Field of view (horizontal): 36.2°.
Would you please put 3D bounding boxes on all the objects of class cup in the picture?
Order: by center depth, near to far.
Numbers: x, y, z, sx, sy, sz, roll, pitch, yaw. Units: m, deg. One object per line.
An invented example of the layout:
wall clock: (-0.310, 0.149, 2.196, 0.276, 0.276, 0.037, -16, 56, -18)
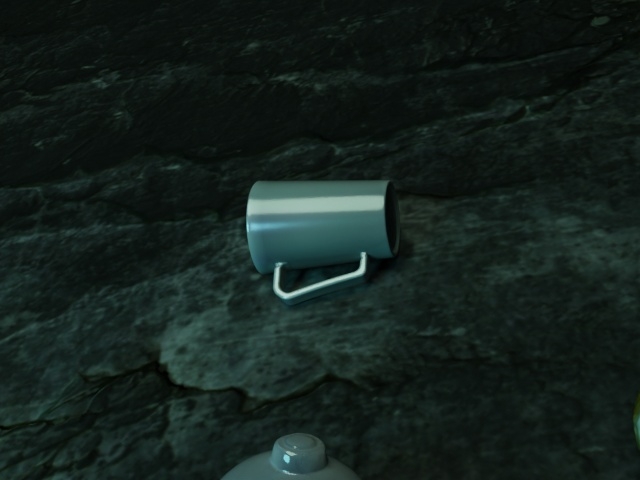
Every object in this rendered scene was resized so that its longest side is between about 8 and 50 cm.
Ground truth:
cup: (0.000, 0.000, 0.771, 0.116, 0.074, 0.104, -2, 62, 15)

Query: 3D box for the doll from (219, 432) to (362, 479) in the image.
doll: (0.043, 0.172, 0.457, 0.287, 0.150, 0.151, 11, 45, 45)

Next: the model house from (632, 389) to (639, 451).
model house: (0.238, 0.024, 0.496, 0.185, 0.253, 0.291, -7, 17, -5)
